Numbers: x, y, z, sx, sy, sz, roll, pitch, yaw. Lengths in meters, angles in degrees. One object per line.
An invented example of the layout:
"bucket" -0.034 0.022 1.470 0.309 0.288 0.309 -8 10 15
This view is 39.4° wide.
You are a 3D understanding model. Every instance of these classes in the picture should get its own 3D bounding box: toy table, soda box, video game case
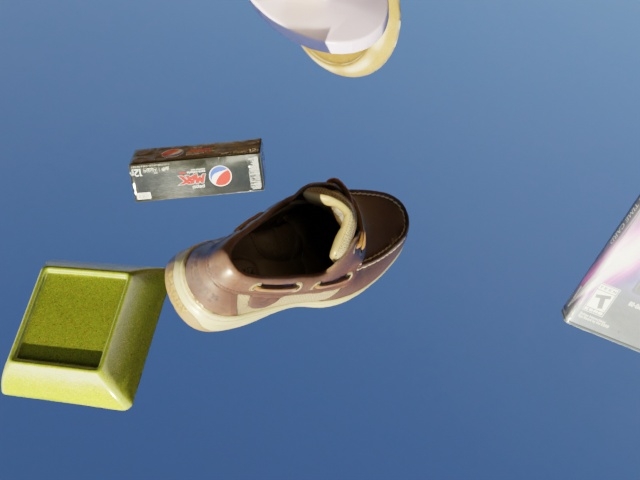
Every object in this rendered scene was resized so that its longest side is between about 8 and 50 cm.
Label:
"toy table" -0.019 -0.404 1.242 0.274 0.161 0.252 35 -106 20
"soda box" -0.156 -0.091 1.150 0.169 0.053 0.060 -5 -153 1
"video game case" 0.368 -0.003 0.788 0.196 0.274 0.026 22 -152 -9

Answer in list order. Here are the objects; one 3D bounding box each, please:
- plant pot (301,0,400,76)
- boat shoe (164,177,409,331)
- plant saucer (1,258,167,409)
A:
"plant pot" 0.025 -0.373 1.431 0.236 0.236 0.032 39 -133 23
"boat shoe" 0.000 0.000 0.948 0.342 0.123 0.123 -14 -105 -45
"plant saucer" -0.296 0.103 1.100 0.188 0.045 0.188 3 -117 19
